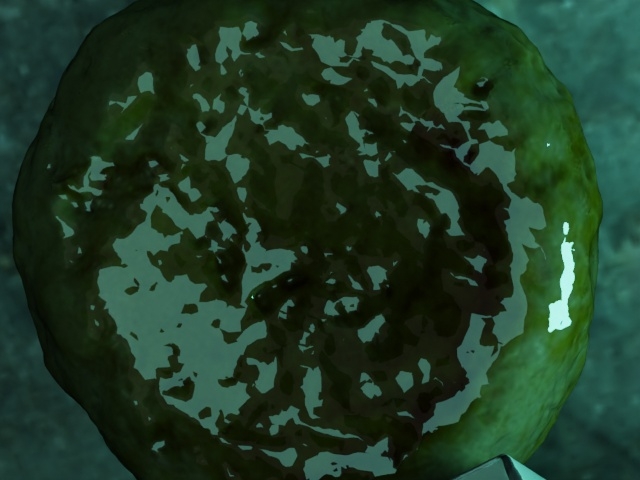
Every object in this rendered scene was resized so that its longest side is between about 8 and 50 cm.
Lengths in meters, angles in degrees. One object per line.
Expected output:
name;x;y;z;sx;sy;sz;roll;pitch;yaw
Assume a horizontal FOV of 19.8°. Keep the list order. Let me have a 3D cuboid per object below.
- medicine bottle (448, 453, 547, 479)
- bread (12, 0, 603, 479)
medicine bottle;0.029;0.149;0.677;0.171;0.201;0.052;-28;68;12
bread;0.000;0.000;0.698;0.230;0.123;0.230;1;92;15
